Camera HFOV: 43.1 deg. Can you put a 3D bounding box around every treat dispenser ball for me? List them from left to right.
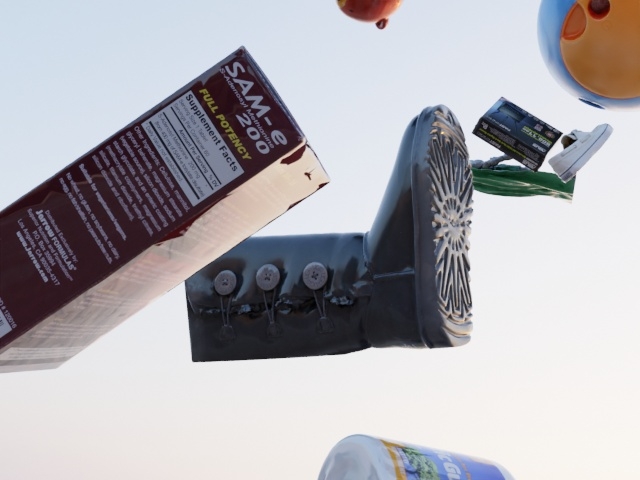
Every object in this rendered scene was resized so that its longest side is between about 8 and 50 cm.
[{"bbox_3d":[0.494,-0.350,1.293,0.288,0.288,0.288,10,-23,4],"label":"treat dispenser ball"}]

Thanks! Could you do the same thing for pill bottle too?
[{"bbox_3d":[0.140,0.319,0.937,0.272,0.152,0.152,17,-23,-27],"label":"pill bottle"}]

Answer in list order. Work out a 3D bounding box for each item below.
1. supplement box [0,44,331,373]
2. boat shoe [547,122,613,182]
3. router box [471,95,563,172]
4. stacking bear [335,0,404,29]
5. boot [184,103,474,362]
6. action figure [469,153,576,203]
[{"bbox_3d":[-0.116,-0.010,0.514,0.239,0.073,0.130,-33,-10,2],"label":"supplement box"},{"bbox_3d":[0.261,-0.097,0.818,0.035,0.100,0.035,45,-32,5],"label":"boat shoe"},{"bbox_3d":[0.316,-0.171,1.296,0.122,0.092,0.038,34,-46,12],"label":"router box"},{"bbox_3d":[0.036,-0.477,1.342,0.164,0.289,0.175,-18,-27,-30],"label":"stacking bear"},{"bbox_3d":[0.000,0.002,1.239,0.445,0.366,0.146,-9,-24,33],"label":"boot"},{"bbox_3d":[0.321,-0.112,1.402,0.232,0.063,0.137,10,-16,16],"label":"action figure"}]
